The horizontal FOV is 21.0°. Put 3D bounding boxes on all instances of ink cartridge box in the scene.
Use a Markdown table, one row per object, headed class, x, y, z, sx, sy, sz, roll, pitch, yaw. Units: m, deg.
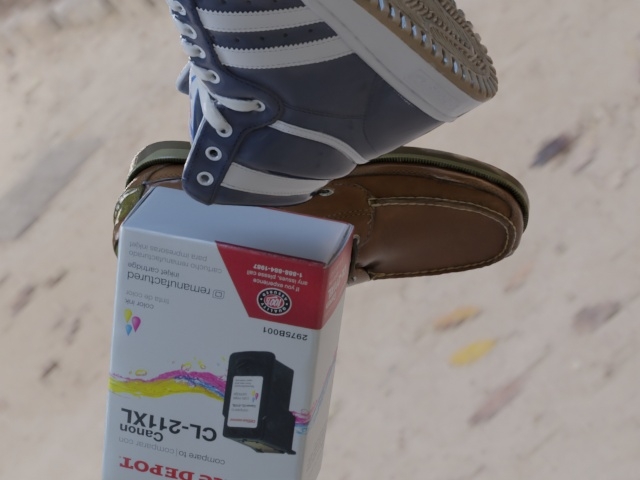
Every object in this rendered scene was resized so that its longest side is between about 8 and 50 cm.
| class | x | y | z | sx | sy | sz | roll | pitch | yaw |
| --- | --- | --- | --- | --- | --- | --- | --- | --- | --- |
| ink cartridge box | -0.057 | 0.069 | 1.037 | 0.128 | 0.175 | 0.072 | 11 | 24 | 8 |

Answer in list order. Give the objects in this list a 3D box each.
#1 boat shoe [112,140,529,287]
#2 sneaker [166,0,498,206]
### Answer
| class | x | y | z | sx | sy | sz | roll | pitch | yaw |
| --- | --- | --- | --- | --- | --- | --- | --- | --- | --- |
| boat shoe | 0.000 | 0.000 | 1.274 | 0.307 | 0.110 | 0.104 | 1 | 39 | 6 |
| sneaker | -0.053 | -0.118 | 0.851 | 0.153 | 0.282 | 0.099 | -33 | 39 | 26 |
